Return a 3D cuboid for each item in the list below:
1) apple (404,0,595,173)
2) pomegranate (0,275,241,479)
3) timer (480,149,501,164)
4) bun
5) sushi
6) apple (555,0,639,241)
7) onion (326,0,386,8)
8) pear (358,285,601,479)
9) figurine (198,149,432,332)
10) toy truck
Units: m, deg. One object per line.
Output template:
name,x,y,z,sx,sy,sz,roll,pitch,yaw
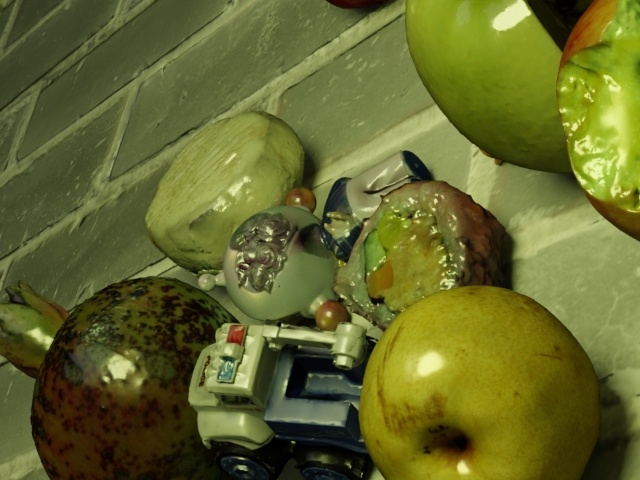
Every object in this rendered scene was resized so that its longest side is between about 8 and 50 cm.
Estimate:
apple,0.219,-0.208,1.402,0.292,0.254,0.292,-15,62,31
pomegranate,-0.241,0.156,1.726,0.340,0.285,0.285,23,80,18
timer,0.188,-0.157,1.604,0.132,0.132,0.152,-11,77,55
bun,-0.109,-0.051,1.936,0.239,0.141,0.239,-38,29,25
sushi,0.124,0.033,1.494,0.161,0.107,0.241,-59,35,0
apple,0.314,-0.114,1.181,0.226,0.246,0.246,-27,40,31
onion,0.064,-0.413,2.003,0.248,0.161,0.248,-50,18,22
pear,0.134,0.138,1.276,0.209,0.209,0.209,-40,32,32
figurine,0.005,0.007,1.713,0.274,0.133,0.194,-13,61,37
toy truck,-0.032,0.147,1.528,0.213,0.177,0.161,1,61,24
